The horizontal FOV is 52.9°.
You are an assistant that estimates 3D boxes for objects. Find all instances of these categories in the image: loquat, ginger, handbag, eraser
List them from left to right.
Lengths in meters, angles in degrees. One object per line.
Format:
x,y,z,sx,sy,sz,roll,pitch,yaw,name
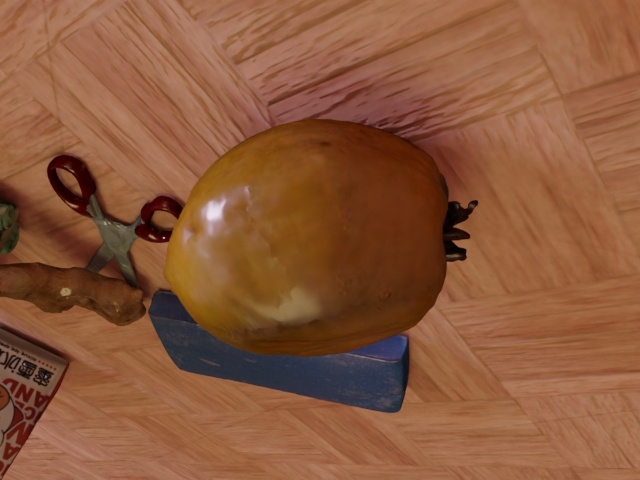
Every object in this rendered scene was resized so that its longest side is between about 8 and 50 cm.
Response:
-0.531,0.291,0.975,0.171,0.298,0.151,32,141,-19,handbag
-0.321,0.053,0.701,0.288,0.075,0.089,13,153,-40,ginger
-0.049,0.139,0.785,0.311,0.043,0.144,9,143,12,eraser
0.000,0.000,0.478,0.234,0.176,0.187,-13,178,11,loquat

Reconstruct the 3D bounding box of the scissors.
-0.228,0.005,0.714,0.144,0.017,0.248,23,145,-5,scissors

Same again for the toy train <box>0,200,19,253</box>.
-0.423,-0.031,0.703,0.194,0.081,0.125,13,153,0,toy train
